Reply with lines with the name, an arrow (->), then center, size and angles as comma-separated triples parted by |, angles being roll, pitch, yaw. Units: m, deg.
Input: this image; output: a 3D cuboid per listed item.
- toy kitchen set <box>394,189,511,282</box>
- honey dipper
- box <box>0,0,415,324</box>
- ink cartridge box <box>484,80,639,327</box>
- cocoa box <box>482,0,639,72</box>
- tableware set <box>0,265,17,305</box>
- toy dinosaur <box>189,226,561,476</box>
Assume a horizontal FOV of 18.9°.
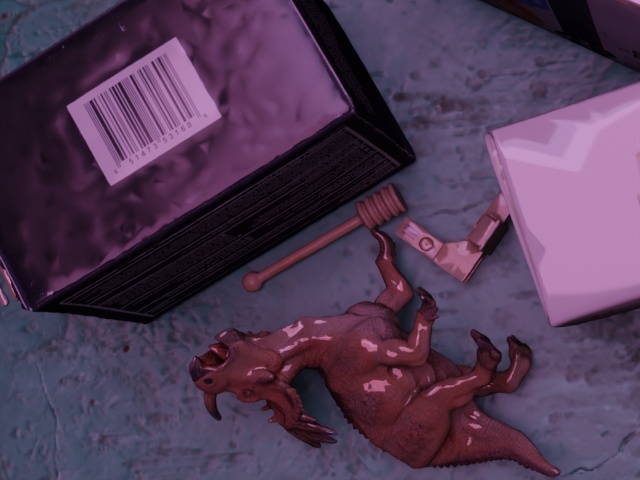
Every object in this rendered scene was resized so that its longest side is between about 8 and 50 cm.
toy kitchen set -> 0.116, -0.018, 1.634 | 0.075, 0.068, 0.083 | 36, 93, 11
honey dipper -> 0.000, 0.000, 1.677 | 0.161, 0.030, 0.030 | -29, 82, 11
box -> -0.109, -0.080, 1.567 | 0.296, 0.294, 0.183 | -31, 79, 7
ink cartridge box -> 0.343, -0.059, 1.488 | 0.385, 0.279, 0.160 | -17, 84, 10
cocoa box -> 0.213, -0.289, 1.490 | 0.228, 0.347, 0.231 | 24, 92, 12
tableware set -> -0.281, -0.026, 1.735 | 0.104, 0.024, 0.154 | -28, 81, 8
toy dinosaur -> 0.054, 0.130, 1.617 | 0.296, 0.127, 0.200 | 37, 101, -1
